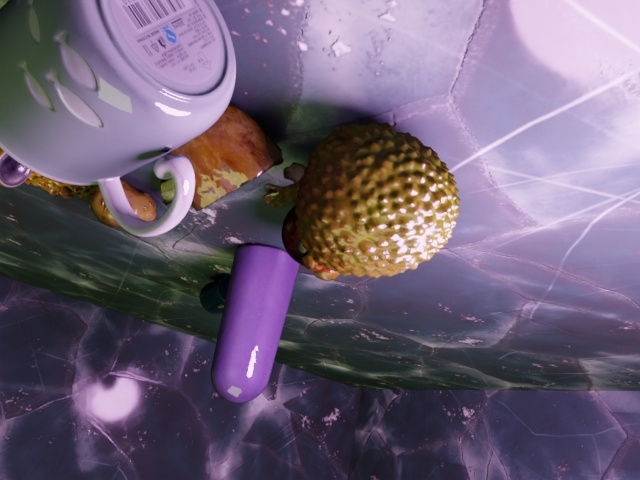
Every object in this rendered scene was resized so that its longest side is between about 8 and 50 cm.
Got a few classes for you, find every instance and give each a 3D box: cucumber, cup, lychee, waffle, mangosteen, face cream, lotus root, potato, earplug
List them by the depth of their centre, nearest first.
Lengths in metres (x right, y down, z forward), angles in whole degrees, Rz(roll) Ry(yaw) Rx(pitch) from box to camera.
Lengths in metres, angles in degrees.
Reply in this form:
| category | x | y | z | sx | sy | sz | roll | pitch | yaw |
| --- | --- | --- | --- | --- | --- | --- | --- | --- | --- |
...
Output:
| category | x | y | z | sx | sy | sz | roll | pitch | yaw |
| --- | --- | --- | --- | --- | --- | --- | --- | --- | --- |
| cup | -0.264 | -0.183 | 0.589 | 0.274 | 0.357 | 0.259 | -12 | -172 | 37 |
| lychee | 0.076 | -0.065 | 0.752 | 0.269 | 0.270 | 0.319 | 29 | 169 | -30 |
| lotus root | -0.192 | -0.179 | 0.800 | 0.188 | 0.199 | 0.180 | -31 | 107 | 7 |
| mangosteen | 0.000 | 0.000 | 0.996 | 0.199 | 0.200 | 0.200 | 11 | 155 | 5 |
| face cream | -0.857 | -0.232 | 1.004 | 0.348 | 0.105 | 0.105 | 21 | 155 | 5 |
| cucumber | -0.339 | -0.138 | 1.051 | 0.219 | 0.046 | 0.070 | -10 | 144 | 37 |
| waffle | -0.726 | -0.185 | 1.136 | 0.228 | 0.051 | 0.231 | 22 | 153 | -11 |
| potato | -0.523 | -0.091 | 1.144 | 0.137 | 0.137 | 0.175 | -13 | 146 | 43 |
| earplug | -0.206 | 0.254 | 1.314 | 0.215 | 0.456 | 0.215 | 8 | 155 | 4 |
| cup | -0.366 | 0.208 | 1.702 | 0.176 | 0.131 | 0.155 | -5 | 165 | -38 |

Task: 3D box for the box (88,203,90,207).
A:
| category | x | y | z | sx | sy | sz | roll | pitch | yaw |
| --- | --- | --- | --- | --- | --- | --- | --- | --- | --- |
| box | -0.617 | -0.093 | 1.270 | 0.115 | 0.048 | 0.025 | 30 | 146 | -34 |
